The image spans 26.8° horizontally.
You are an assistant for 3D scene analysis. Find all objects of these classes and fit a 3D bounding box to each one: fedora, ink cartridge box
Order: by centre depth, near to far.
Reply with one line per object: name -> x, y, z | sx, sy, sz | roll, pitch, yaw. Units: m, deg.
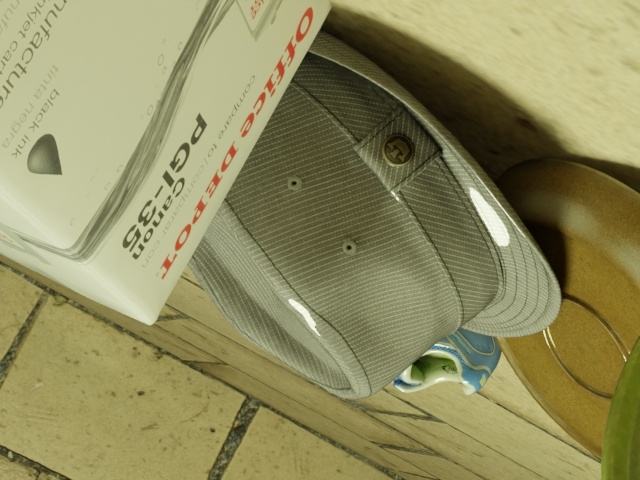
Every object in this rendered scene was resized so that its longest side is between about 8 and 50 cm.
ink cartridge box -> -0.107, -0.107, 0.579 | 0.117, 0.207, 0.283 | 25, 168, 17
fedora -> 0.000, 0.000, 0.816 | 0.275, 0.124, 0.243 | 50, 159, -14

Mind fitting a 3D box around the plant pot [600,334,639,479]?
plant pot -> 0.276, 0.076, 0.496 | 0.276, 0.276, 0.254 | 26, 156, 3

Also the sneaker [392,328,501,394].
sneaker -> 0.060, 0.083, 1.185 | 0.211, 0.081, 0.080 | 3, 144, 28

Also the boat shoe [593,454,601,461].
boat shoe -> 0.240, 0.115, 0.949 | 0.113, 0.127, 0.340 | 14, 175, 5

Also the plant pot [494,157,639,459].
plant pot -> 0.171, 0.060, 0.822 | 0.236, 0.032, 0.236 | 43, 153, 29
